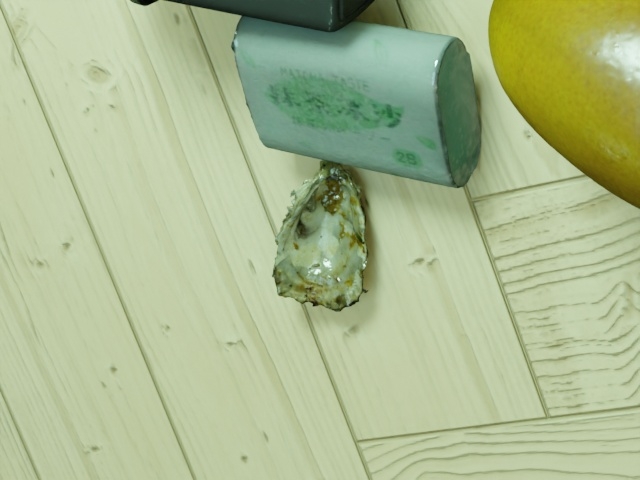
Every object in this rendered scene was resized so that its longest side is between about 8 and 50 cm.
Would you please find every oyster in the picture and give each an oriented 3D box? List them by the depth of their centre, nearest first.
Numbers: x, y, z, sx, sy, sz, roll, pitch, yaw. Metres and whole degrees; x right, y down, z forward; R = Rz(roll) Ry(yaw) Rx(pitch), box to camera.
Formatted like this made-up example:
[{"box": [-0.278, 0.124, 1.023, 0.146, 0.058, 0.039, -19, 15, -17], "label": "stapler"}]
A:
[{"box": [0.002, -0.007, 2.005, 0.105, 0.056, 0.177, 7, 117, 22], "label": "oyster"}]

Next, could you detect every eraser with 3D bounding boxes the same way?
[{"box": [0.037, -0.146, 1.883, 0.227, 0.081, 0.174, 14, 141, 28], "label": "eraser"}]

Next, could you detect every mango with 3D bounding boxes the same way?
[{"box": [0.302, -0.145, 1.629, 0.378, 0.264, 0.221, 33, 129, 35], "label": "mango"}]

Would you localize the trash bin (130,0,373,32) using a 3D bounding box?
[{"box": [-0.084, -0.324, 1.832, 0.290, 0.182, 0.209, 16, 120, 19], "label": "trash bin"}]
